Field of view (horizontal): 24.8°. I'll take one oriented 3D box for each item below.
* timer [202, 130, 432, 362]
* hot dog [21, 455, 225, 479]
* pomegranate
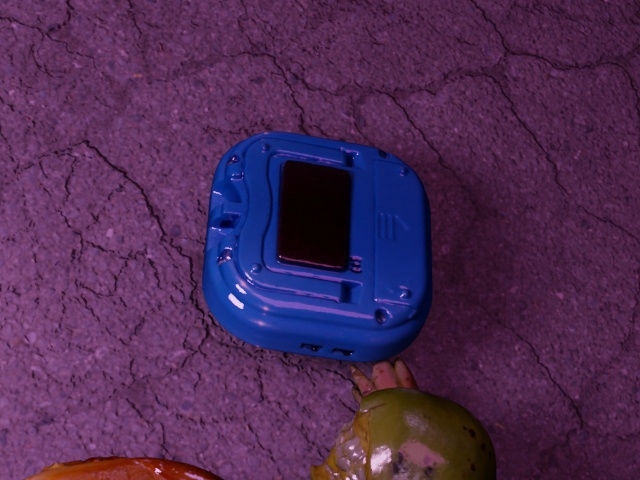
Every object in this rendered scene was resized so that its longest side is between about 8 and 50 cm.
[{"bbox_3d":[0.000,0.000,1.983,0.309,0.115,0.340,9,51,-8],"label":"timer"},{"bbox_3d":[-0.180,0.386,1.696,0.405,0.185,0.223,39,56,3],"label":"hot dog"},{"bbox_3d":[0.107,0.272,1.864,0.236,0.236,0.302,16,32,-13],"label":"pomegranate"}]
